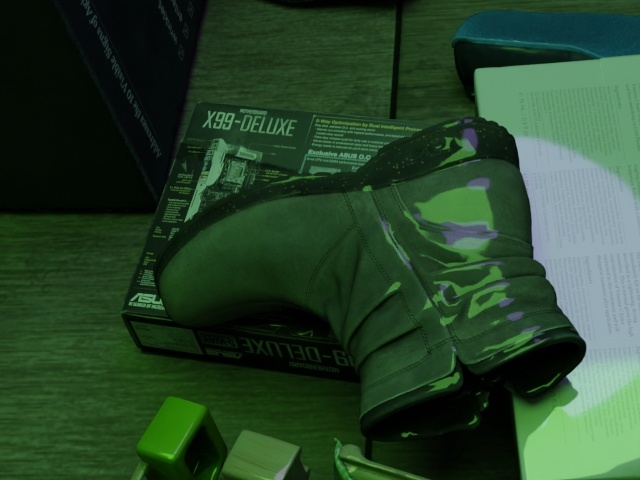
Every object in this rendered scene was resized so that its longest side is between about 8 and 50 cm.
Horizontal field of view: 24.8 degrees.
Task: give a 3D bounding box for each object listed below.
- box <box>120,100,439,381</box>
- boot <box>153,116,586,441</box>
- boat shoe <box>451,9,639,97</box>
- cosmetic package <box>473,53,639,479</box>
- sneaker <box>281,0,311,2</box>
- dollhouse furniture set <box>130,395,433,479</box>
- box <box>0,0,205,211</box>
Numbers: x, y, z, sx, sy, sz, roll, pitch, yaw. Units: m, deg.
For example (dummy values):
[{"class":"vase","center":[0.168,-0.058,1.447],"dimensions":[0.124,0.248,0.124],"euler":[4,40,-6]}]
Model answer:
[{"class":"box","center":[0.000,0.000,1.320],"dimensions":[0.307,0.076,0.242],"euler":[6,58,15]},{"class":"boot","center":[0.021,0.056,1.126],"dimensions":[0.338,0.118,0.223],"euler":[-24,57,22]},{"class":"boat shoe","center":[0.254,-0.162,1.372],"dimensions":[0.258,0.089,0.109],"euler":[15,41,29]},{"class":"cosmetic package","center":[0.283,0.025,1.174],"dimensions":[0.284,0.097,0.377],"euler":[-5,61,5]},{"class":"sneaker","center":[0.014,-0.295,1.531],"dimensions":[0.209,0.069,0.082],"euler":[2,24,23]},{"class":"dollhouse furniture set","center":[0.006,0.256,1.075],"dimensions":[0.301,0.197,0.151],"euler":[14,60,21]},{"class":"box","center":[-0.305,-0.349,1.372],"dimensions":[0.297,0.480,0.472],"euler":[-2,56,13]}]
